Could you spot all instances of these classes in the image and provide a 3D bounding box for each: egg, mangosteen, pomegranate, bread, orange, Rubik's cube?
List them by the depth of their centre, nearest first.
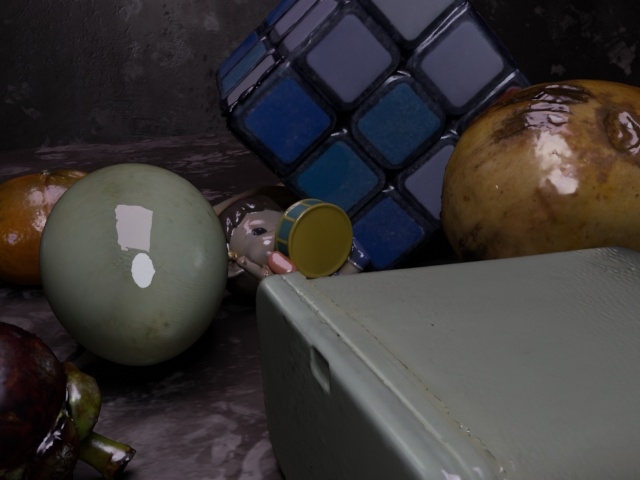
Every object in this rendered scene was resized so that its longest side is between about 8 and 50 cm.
[{"bbox_3d":[-0.267,0.148,0.616,0.172,0.172,0.184,5,-7,30],"label":"mangosteen"},{"bbox_3d":[-0.212,0.030,0.877,0.218,0.218,0.295,-9,27,-16],"label":"egg"},{"bbox_3d":[0.305,-0.045,0.899,0.322,0.322,0.322,-4,16,1],"label":"pomegranate"},{"bbox_3d":[0.079,-0.220,1.143,0.362,0.359,0.363,-45,22,11],"label":"Rubik's cube"},{"bbox_3d":[-0.432,-0.026,1.208,0.240,0.171,0.240,-4,17,1],"label":"orange"},{"bbox_3d":[-0.122,-0.023,1.246,0.225,0.081,0.134,-30,35,-29],"label":"bread"}]

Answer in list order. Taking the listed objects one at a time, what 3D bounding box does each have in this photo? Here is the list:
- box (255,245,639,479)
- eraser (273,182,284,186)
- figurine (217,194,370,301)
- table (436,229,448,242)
[{"bbox_3d":[0.162,0.129,0.532,0.343,0.177,0.352,-6,15,-18],"label":"box"},{"bbox_3d":[-0.015,-0.091,1.471,0.171,0.087,0.290,-8,13,25],"label":"eraser"},{"bbox_3d":[-0.063,0.010,1.013,0.161,0.158,0.275,-5,14,-38],"label":"figurine"},{"bbox_3d":[0.300,-0.067,1.250,0.220,0.126,0.126,-5,16,-6],"label":"table"}]
